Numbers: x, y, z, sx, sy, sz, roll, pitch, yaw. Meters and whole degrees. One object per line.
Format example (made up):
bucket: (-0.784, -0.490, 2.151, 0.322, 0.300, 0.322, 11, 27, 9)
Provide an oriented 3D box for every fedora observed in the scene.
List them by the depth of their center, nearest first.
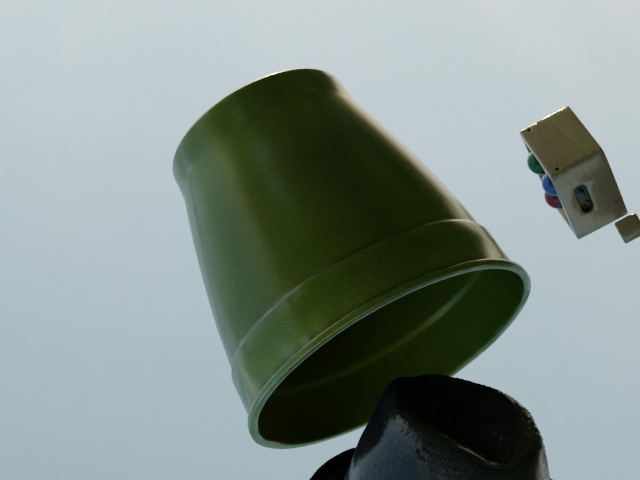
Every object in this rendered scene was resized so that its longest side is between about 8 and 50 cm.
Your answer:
fedora: (0.140, 0.238, 1.657, 0.334, 0.153, 0.334, 3, -159, -1)

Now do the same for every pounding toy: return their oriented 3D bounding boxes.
pounding toy: (0.374, -0.053, 2.233, 0.181, 0.094, 0.206, 60, -177, -37)

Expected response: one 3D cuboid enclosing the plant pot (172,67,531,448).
plant pot: (0.000, 0.000, 1.879, 0.366, 0.366, 0.353, -10, -121, -40)
